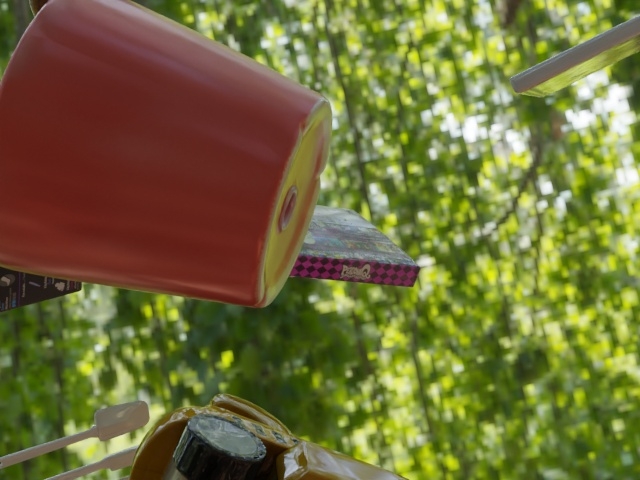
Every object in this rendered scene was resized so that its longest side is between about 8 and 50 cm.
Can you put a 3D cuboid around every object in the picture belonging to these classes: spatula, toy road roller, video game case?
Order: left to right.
[{"bbox_3d":[-0.357,0.337,2.024,0.242,0.168,0.019,-16,30,-20],"label":"spatula"},{"bbox_3d":[-0.056,0.301,1.569,0.330,0.202,0.240,22,14,-10],"label":"toy road roller"},{"bbox_3d":[0.000,0.000,2.043,0.232,0.041,0.210,6,22,-34],"label":"video game case"},{"bbox_3d":[0.376,-0.251,1.839,0.227,0.026,0.206,-25,-4,19],"label":"video game case"}]

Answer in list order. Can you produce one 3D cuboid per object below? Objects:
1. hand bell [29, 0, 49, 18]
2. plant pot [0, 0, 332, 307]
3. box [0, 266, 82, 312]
[{"bbox_3d":[-0.212,-0.137,1.228,0.126,0.242,0.126,-16,20,6],"label":"hand bell"},{"bbox_3d":[-0.133,-0.066,1.217,0.243,0.275,0.275,18,-10,9],"label":"plant pot"},{"bbox_3d":[-0.518,0.011,2.125,0.270,0.165,0.143,-16,-38,-26],"label":"box"}]
